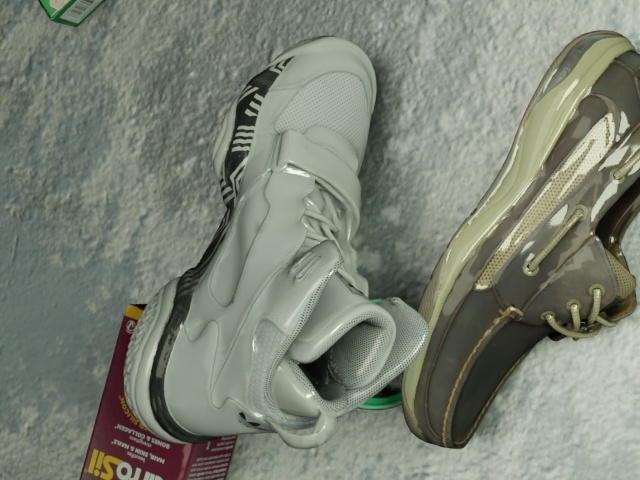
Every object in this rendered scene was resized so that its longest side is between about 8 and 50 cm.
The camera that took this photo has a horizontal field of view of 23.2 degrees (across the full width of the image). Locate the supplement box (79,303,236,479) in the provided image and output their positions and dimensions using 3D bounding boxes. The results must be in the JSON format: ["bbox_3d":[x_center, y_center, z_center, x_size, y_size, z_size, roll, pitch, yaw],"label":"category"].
[{"bbox_3d":[-0.133,0.159,1.371,0.104,0.081,0.188,18,95,24],"label":"supplement box"}]

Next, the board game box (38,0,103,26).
[{"bbox_3d":[-0.183,-0.382,1.444,0.317,0.046,0.213,-40,71,18],"label":"board game box"}]

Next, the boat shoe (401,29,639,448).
[{"bbox_3d":[0.180,0.015,1.208,0.130,0.132,0.355,30,101,23],"label":"boat shoe"}]

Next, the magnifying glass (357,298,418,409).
[{"bbox_3d":[-0.012,0.116,1.301,0.231,0.026,0.092,-19,84,0],"label":"magnifying glass"}]

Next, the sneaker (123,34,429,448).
[{"bbox_3d":[0.000,0.000,1.220,0.210,0.137,0.366,4,63,47],"label":"sneaker"}]
